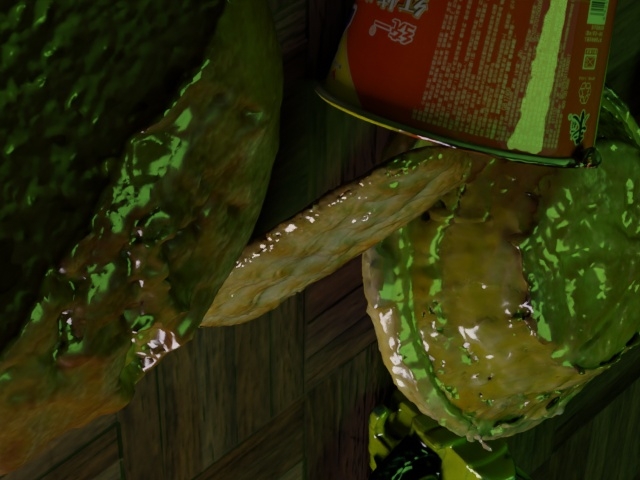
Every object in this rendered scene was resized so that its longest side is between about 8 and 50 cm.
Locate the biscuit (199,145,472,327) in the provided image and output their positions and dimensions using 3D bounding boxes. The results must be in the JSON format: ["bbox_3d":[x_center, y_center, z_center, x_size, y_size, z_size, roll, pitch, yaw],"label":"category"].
[{"bbox_3d":[0.000,0.000,1.258,0.247,0.029,0.118,-33,165,26],"label":"biscuit"}]

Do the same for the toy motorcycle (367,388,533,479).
[{"bbox_3d":[0.129,0.258,1.686,0.206,0.142,0.342,-44,149,-24],"label":"toy motorcycle"}]

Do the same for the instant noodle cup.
[{"bbox_3d":[0.117,-0.161,1.246,0.213,0.213,0.174,-5,114,-53],"label":"instant noodle cup"}]

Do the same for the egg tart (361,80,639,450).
[{"bbox_3d":[0.181,0.005,1.444,0.341,0.132,0.341,-5,98,-40],"label":"egg tart"}]

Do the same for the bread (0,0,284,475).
[{"bbox_3d":[-0.152,-0.017,0.997,0.340,0.194,0.179,-56,155,0],"label":"bread"}]
